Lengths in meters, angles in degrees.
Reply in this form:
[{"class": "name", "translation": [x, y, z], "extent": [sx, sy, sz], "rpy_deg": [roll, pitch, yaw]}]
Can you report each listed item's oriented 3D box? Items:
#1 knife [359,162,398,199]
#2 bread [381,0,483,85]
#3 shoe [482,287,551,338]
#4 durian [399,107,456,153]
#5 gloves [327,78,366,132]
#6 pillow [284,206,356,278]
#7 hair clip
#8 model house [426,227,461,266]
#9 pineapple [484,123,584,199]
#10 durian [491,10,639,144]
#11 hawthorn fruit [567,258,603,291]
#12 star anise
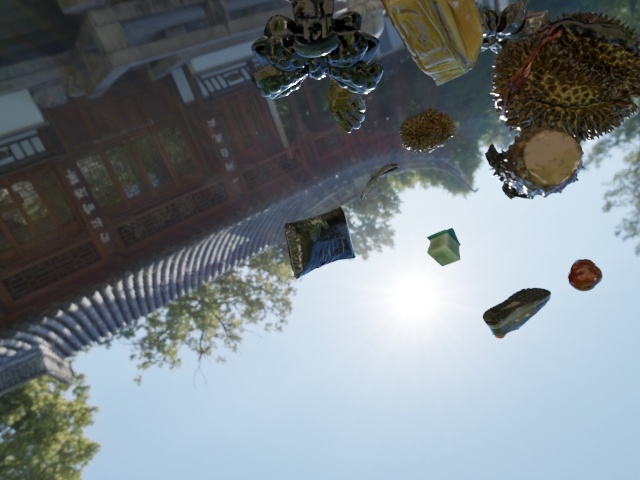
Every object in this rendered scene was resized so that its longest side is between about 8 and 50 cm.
[{"class": "knife", "translation": [0.246, -0.265, 1.818], "extent": [0.123, 0.053, 0.278], "rpy_deg": [-42, -179, 45]}, {"class": "bread", "translation": [0.195, -0.406, 0.792], "extent": [0.107, 0.241, 0.136], "rpy_deg": [5, -119, 44]}, {"class": "shoe", "translation": [0.528, 0.193, 1.204], "extent": [0.195, 0.077, 0.074], "rpy_deg": [-26, -158, -6]}, {"class": "durian", "translation": [0.318, -0.330, 1.377], "extent": [0.158, 0.136, 0.168], "rpy_deg": [1, -175, -15]}, {"class": "gloves", "translation": [0.105, -0.636, 1.963], "extent": [0.154, 0.331, 0.141], "rpy_deg": [-2, -163, 21]}, {"class": "pillow", "translation": [0.000, 0.000, 1.109], "extent": [0.208, 0.141, 0.055], "rpy_deg": [-17, -176, -42]}, {"class": "hair clip", "translation": [-0.011, -0.431, 1.039], "extent": [0.310, 0.194, 0.206], "rpy_deg": [-5, 156, 0]}, {"class": "model house", "translation": [0.542, 0.017, 1.981], "extent": [0.100, 0.127, 0.148], "rpy_deg": [-25, -143, 40]}, {"class": "pineapple", "translation": [0.453, -0.165, 1.007], "extent": [0.141, 0.170, 0.310], "rpy_deg": [-51, 175, 5]}, {"class": "durian", "translation": [0.631, -0.420, 1.185], "extent": [0.348, 0.347, 0.384], "rpy_deg": [-26, -134, -15]}, {"class": "hawthorn fruit", "translation": [0.714, 0.095, 1.230], "extent": [0.093, 0.093, 0.093], "rpy_deg": [-17, -160, 7]}, {"class": "star anise", "translation": [0.397, -0.501, 1.081], "extent": [0.263, 0.081, 0.230], "rpy_deg": [5, -170, 32]}]
